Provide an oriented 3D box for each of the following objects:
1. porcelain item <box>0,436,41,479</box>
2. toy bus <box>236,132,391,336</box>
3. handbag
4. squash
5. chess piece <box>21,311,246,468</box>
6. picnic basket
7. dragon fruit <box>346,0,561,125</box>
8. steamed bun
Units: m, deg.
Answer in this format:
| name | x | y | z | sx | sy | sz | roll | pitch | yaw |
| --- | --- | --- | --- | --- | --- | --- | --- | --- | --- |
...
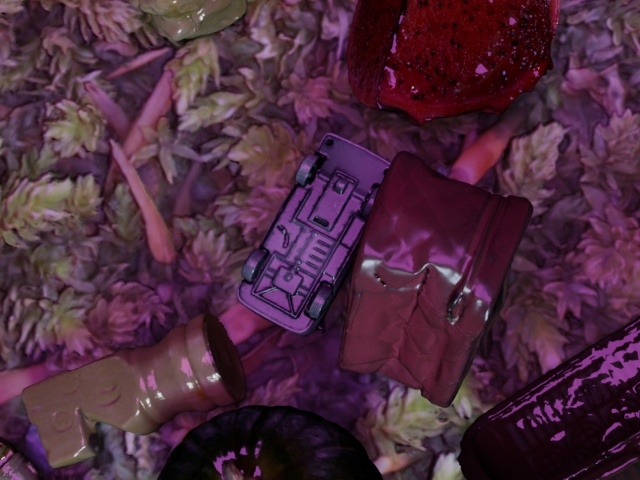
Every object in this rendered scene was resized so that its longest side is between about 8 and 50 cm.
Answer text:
| name | x | y | z | sx | sy | sz | roll | pitch | yaw |
| --- | --- | --- | --- | --- | --- | --- | --- | --- | --- |
| porcelain item | -0.236 | 0.269 | 1.076 | 0.084 | 0.054 | 0.213 | -44 | 80 | -4 |
| toy bus | 0.000 | 0.000 | 1.073 | 0.087 | 0.098 | 0.178 | 28 | 82 | 9 |
| handbag | 0.094 | 0.040 | 0.992 | 0.135 | 0.225 | 0.146 | 20 | 57 | 7 |
| squash | -0.049 | 0.243 | 0.999 | 0.218 | 0.172 | 0.218 | -1 | 80 | 4 |
| chess piece | -0.177 | 0.141 | 1.083 | 0.200 | 0.090 | 0.090 | -21 | 79 | 10 |
| picnic basket | 0.274 | 0.169 | 0.976 | 0.297 | 0.222 | 0.129 | -31 | 102 | 1 |
| dragon fruit | 0.116 | -0.224 | 1.074 | 0.189 | 0.163 | 0.261 | 15 | 86 | 42 |
| steamed bun | -0.118 | -0.303 | 1.126 | 0.192 | 0.106 | 0.177 | -22 | 81 | 1 |
